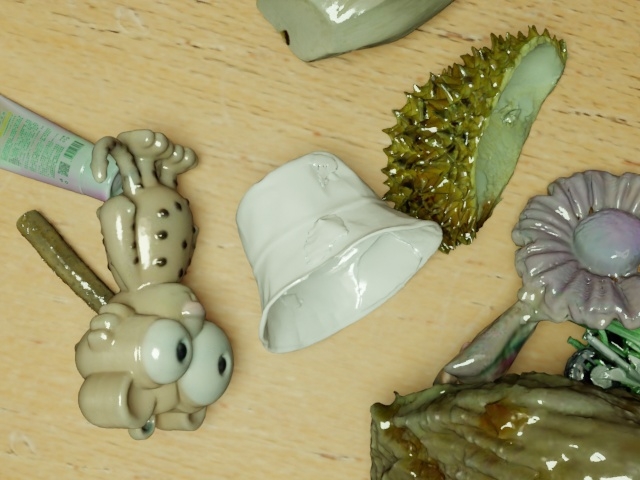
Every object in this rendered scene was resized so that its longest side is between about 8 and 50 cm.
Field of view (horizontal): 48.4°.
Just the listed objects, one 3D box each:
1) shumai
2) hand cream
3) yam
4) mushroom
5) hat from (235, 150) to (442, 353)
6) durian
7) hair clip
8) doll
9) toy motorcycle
[{"bbox_3d":[0.227,0.186,0.602,0.283,0.346,0.217,-19,87,-31],"label":"shumai"},{"bbox_3d":[-0.272,-0.089,0.704,0.174,0.047,0.076,22,88,9],"label":"hand cream"},{"bbox_3d":[-0.242,0.030,0.701,0.032,0.032,0.145,-44,90,-3],"label":"yam"},{"bbox_3d":[0.066,-0.245,0.690,0.247,0.108,0.096,-24,129,0],"label":"mushroom"},{"bbox_3d":[0.000,0.000,0.651,0.203,0.203,0.126,-33,66,-2],"label":"hat"},{"bbox_3d":[0.154,-0.106,0.684,0.139,0.144,0.252,24,81,-22],"label":"durian"},{"bbox_3d":[0.217,0.048,0.668,0.300,0.069,0.173,-44,52,3],"label":"hair clip"},{"bbox_3d":[-0.154,0.038,0.644,0.119,0.154,0.277,-6,86,22],"label":"doll"},{"bbox_3d":[0.330,0.108,0.691,0.190,0.074,0.106,-2,78,0],"label":"toy motorcycle"}]
